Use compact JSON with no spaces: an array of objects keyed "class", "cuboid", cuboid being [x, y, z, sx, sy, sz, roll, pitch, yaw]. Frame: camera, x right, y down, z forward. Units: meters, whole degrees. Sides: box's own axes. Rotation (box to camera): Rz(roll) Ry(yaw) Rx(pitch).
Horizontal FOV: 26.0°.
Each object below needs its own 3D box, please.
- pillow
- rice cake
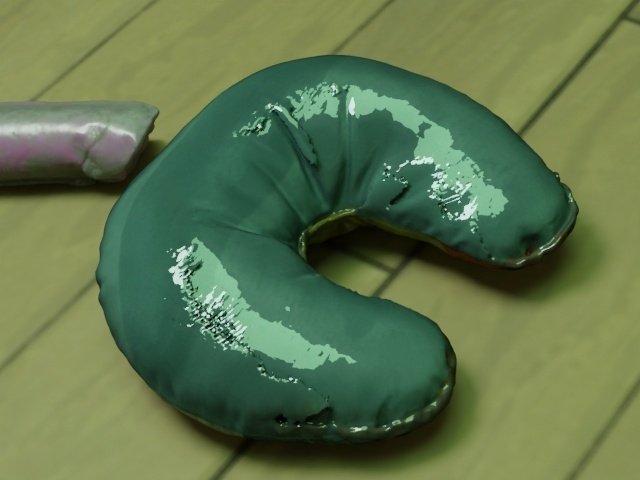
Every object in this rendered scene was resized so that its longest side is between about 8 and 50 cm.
[{"class":"pillow","cuboid":[0.000,0.000,0.712,0.214,0.086,0.233,25,57,23]},{"class":"rice cake","cuboid":[-0.227,-0.056,0.825,0.270,0.049,0.055,0,60,7]}]
